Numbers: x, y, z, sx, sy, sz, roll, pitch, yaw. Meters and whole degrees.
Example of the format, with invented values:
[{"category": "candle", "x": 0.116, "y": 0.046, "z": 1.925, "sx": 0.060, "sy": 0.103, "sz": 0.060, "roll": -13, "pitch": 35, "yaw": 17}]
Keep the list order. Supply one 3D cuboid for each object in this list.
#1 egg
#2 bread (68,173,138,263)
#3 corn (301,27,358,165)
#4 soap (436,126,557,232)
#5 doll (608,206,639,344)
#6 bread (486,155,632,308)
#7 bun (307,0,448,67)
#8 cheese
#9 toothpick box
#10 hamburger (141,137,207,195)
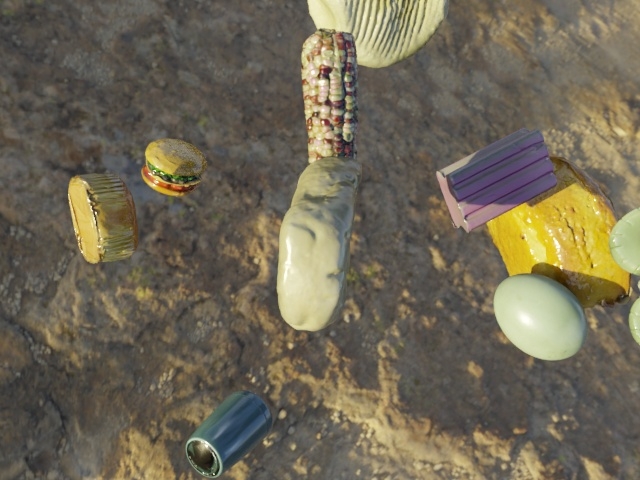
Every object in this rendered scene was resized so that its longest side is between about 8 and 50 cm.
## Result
[{"category": "egg", "x": 0.428, "y": 0.147, "z": 1.290, "sx": 0.192, "sy": 0.149, "sz": 0.149, "roll": 42, "pitch": 50, "yaw": 5}, {"category": "bread", "x": -0.459, "y": -0.049, "z": 1.407, "sx": 0.114, "sy": 0.132, "sz": 0.191, "roll": -13, "pitch": 104, "yaw": -43}, {"category": "corn", "x": 0.020, "y": -0.201, "z": 1.073, "sx": 0.092, "sy": 0.092, "sz": 0.281, "roll": -10, "pitch": 103, "yaw": -30}, {"category": "soap", "x": 0.326, "y": -0.114, "z": 1.221, "sx": 0.203, "sy": 0.065, "sz": 0.122, "roll": -27, "pitch": 110, "yaw": -9}, {"category": "doll", "x": 0.674, "y": 0.058, "z": 1.177, "sx": 0.268, "sy": 0.216, "sz": 0.284, "roll": -16, "pitch": 89, "yaw": 12}, {"category": "bread", "x": 0.516, "y": 0.006, "z": 1.458, "sx": 0.204, "sy": 0.337, "sz": 0.358, "roll": -26, "pitch": 84, "yaw": -2}, {"category": "bun", "x": 0.130, "y": -0.604, "z": 1.587, "sx": 0.352, "sy": 0.349, "sz": 0.227, "roll": -3, "pitch": 32, "yaw": -22}, {"category": "cheese", "x": -0.002, "y": 0.000, "z": 0.859, "sx": 0.093, "sy": 0.159, "sz": 0.263, "roll": 5, "pitch": 29, "yaw": 4}, {"category": "toothpick box", "x": -0.195, "y": 0.410, "z": 1.402, "sx": 0.120, "sy": 0.120, "sz": 0.184, "roll": 43, "pitch": 35, "yaw": 10}, {"category": "hamburger", "x": -0.363, "y": -0.182, "z": 1.643, "sx": 0.162, "sy": 0.115, "sz": 0.162, "roll": 17, "pitch": 32, "yaw": -11}]
